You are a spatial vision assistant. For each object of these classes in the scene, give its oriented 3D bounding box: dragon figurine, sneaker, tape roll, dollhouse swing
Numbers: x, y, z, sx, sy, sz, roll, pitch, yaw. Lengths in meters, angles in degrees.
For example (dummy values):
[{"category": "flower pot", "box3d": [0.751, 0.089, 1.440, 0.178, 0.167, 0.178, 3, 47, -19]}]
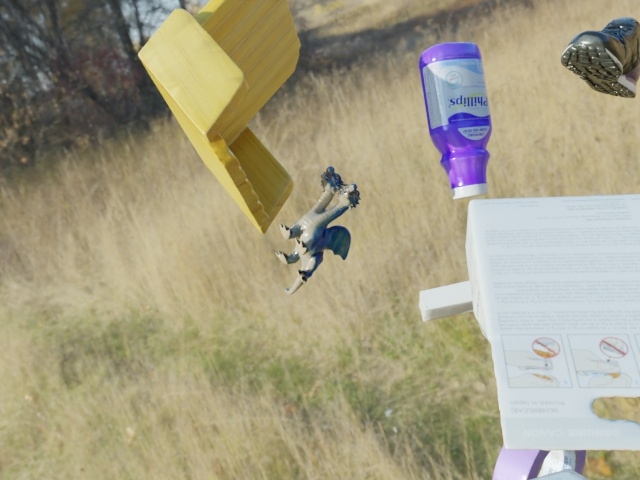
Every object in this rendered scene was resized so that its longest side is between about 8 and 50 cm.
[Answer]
[{"category": "dragon figurine", "box3d": [0.000, 0.000, 1.398, 0.144, 0.289, 0.085, -31, 56, -28]}, {"category": "sneaker", "box3d": [0.509, -0.347, 1.360, 0.107, 0.124, 0.283, 20, 7, 30]}, {"category": "tape roll", "box3d": [0.539, 0.563, 1.880, 0.274, 0.275, 0.090, -31, 31, -33]}, {"category": "dollhouse swing", "box3d": [-0.103, -0.264, 1.390, 0.305, 0.347, 0.315, -37, 62, -8]}]

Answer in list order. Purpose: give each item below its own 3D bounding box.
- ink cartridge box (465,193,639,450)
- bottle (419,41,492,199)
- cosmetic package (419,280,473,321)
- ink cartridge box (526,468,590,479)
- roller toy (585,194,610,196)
[{"category": "ink cartridge box", "box3d": [0.341, 0.096, 0.893, 0.308, 0.091, 0.385, -1, 43, 5]}, {"category": "bottle", "box3d": [0.257, -0.219, 1.420, 0.118, 0.283, 0.092, -7, -2, -23]}, {"category": "cosmetic package", "box3d": [0.383, 0.149, 2.023, 0.239, 0.061, 0.099, -12, -23, 0]}, {"category": "ink cartridge box", "box3d": [0.396, 0.525, 1.396, 0.212, 0.154, 0.093, -9, 5, -14]}, {"category": "roller toy", "box3d": [0.406, 0.034, 1.177, 0.146, 0.191, 0.209, -20, 13, -40]}]
